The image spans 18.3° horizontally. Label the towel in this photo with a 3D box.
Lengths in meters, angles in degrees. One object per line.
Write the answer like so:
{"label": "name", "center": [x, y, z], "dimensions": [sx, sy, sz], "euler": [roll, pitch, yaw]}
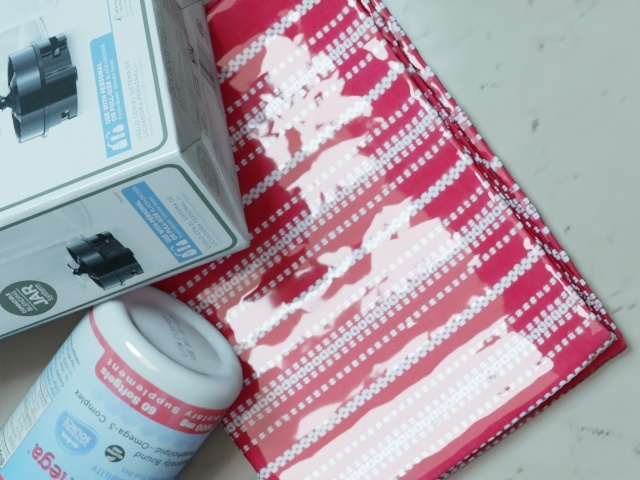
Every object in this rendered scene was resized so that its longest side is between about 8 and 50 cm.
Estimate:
{"label": "towel", "center": [0.000, 0.000, 1.024], "dimensions": [0.199, 0.031, 0.275], "euler": [-37, 81, 6]}

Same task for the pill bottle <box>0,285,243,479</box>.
{"label": "pill bottle", "center": [-0.115, 0.105, 0.998], "dimensions": [0.087, 0.087, 0.160], "euler": [40, 108, 10]}

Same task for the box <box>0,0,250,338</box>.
{"label": "box", "center": [-0.193, -0.033, 0.979], "dimensions": [0.290, 0.087, 0.169], "euler": [-20, 55, 12]}
